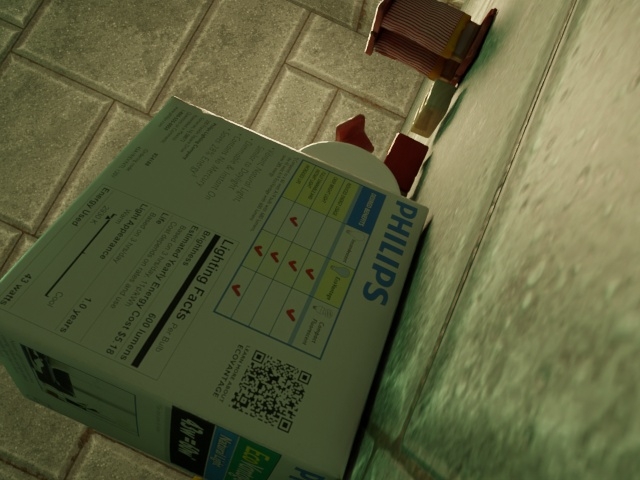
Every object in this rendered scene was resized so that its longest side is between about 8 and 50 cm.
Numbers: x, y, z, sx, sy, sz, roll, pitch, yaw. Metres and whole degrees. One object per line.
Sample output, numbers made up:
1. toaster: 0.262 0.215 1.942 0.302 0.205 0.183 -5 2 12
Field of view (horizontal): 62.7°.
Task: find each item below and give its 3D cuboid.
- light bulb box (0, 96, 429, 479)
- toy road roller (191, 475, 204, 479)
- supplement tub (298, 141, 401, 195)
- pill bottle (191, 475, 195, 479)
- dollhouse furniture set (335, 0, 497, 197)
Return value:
1. light bulb box: -0.108 0.071 0.636 0.225 0.360 0.358 111 -176 -52
2. toy road roller: -0.197 0.469 0.727 0.241 0.202 0.329 -54 -4 -5
3. supplement tub: 0.000 0.000 0.972 0.325 0.235 0.235 113 -178 -56
4. pill bottle: -0.187 0.507 1.056 0.265 0.153 0.153 -65 -1 -53
5. dollhouse furniture set: 0.153 -0.290 0.983 0.152 0.201 0.374 111 -175 -75
